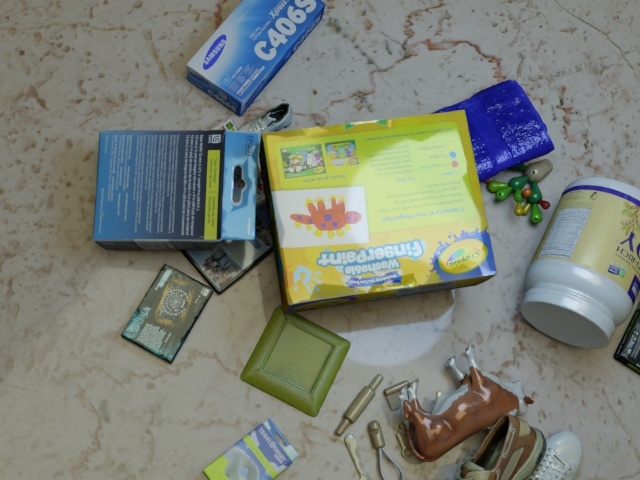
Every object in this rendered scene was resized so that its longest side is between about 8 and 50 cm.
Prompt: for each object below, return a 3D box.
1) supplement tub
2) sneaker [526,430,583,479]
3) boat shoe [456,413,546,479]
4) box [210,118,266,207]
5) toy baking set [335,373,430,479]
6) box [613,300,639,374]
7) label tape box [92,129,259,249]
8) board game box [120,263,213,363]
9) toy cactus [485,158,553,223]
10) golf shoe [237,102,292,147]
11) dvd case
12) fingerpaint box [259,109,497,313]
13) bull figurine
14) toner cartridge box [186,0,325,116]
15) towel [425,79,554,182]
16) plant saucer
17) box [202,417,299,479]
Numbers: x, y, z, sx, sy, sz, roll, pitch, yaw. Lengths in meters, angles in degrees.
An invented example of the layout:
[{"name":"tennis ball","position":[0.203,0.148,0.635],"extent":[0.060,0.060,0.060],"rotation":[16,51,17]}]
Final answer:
[{"name":"supplement tub","position":[0.606,0.050,1.957],"extent":[0.241,0.241,0.331],"rotation":[28,71,1]},{"name":"sneaker","position":[0.479,0.522,1.852],"extent":[0.106,0.123,0.290],"rotation":[42,70,7]},{"name":"boat shoe","position":[0.335,0.503,1.814],"extent":[0.120,0.122,0.324],"rotation":[41,75,-18]},{"name":"box","position":[-0.201,-0.159,1.971],"extent":[0.114,0.036,0.207],"rotation":[-30,76,-1]},{"name":"toy baking set","position":[0.135,0.420,1.878],"extent":[0.197,0.030,0.256],"rotation":[42,71,6]},{"name":"box","position":[0.805,0.242,2.031],"extent":[0.184,0.045,0.190],"rotation":[33,70,0]},{"name":"label tape box","position":[-0.306,-0.108,1.895],"extent":[0.348,0.115,0.249],"rotation":[0,77,1]},{"name":"board game box","position":[-0.332,0.157,1.892],"extent":[0.126,0.026,0.186],"rotation":[29,71,1]},{"name":"toy cactus","position":[0.486,-0.153,2.086],"extent":[0.180,0.112,0.219],"rotation":[-30,70,-26]},{"name":"golf shoe","position":[-0.140,-0.268,2.025],"extent":[0.176,0.086,0.069],"rotation":[-40,84,-16]},{"name":"dvd case","position":[-0.191,-0.021,1.973],"extent":[0.253,0.022,0.180],"rotation":[-39,83,-18]},{"name":"fingerpaint box","position":[0.114,-0.060,1.872],"extent":[0.445,0.163,0.371],"rotation":[-9,79,-9]},{"name":"bull figurine","position":[0.310,0.348,1.885],"extent":[0.310,0.101,0.188],"rotation":[-28,79,-20]},{"name":"toner cartridge box","position":[-0.153,-0.481,2.095],"extent":[0.165,0.075,0.348],"rotation":[34,71,4]},{"name":"towel","position":[0.365,-0.248,2.048],"extent":[0.308,0.076,0.227],"rotation":[-24,60,-2]},{"name":"plant saucer","position":[-0.050,0.257,1.894],"extent":[0.188,0.045,0.188],"rotation":[27,70,1]},{"name":"box","position":[-0.143,0.465,1.816],"extent":[0.178,0.042,0.109],"rotation":[-37,82,-17]}]
